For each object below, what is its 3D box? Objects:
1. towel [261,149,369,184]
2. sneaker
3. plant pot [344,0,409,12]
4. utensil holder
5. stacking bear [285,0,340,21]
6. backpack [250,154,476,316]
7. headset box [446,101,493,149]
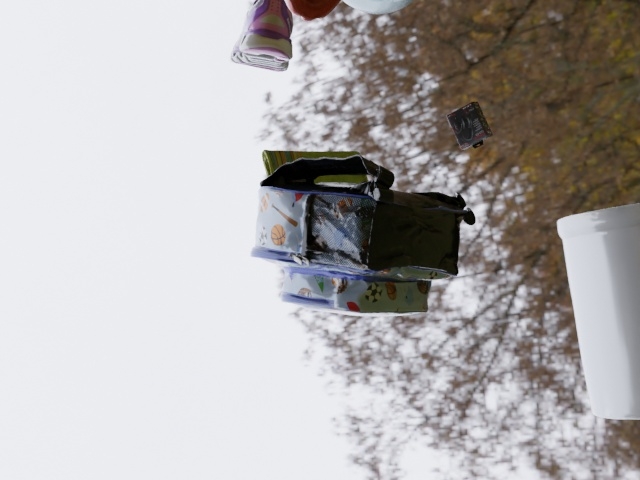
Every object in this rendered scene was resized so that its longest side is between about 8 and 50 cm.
[{"bbox_3d":[-0.002,-0.121,1.748,0.237,0.021,0.102,-5,-106,-40],"label":"towel"},{"bbox_3d":[-0.087,-0.331,1.501,0.095,0.236,0.104,7,-89,-11],"label":"sneaker"},{"bbox_3d":[0.139,-0.667,2.210,0.235,0.293,0.293,119,142,-84],"label":"plant pot"},{"bbox_3d":[0.646,0.125,1.802,0.328,0.328,0.385,-3,-97,-49],"label":"utensil holder"},{"bbox_3d":[-0.080,-0.392,1.038,0.164,0.289,0.175,-51,-41,7],"label":"stacking bear"},{"bbox_3d":[0.040,-0.002,1.315,0.276,0.263,0.213,13,-88,-54],"label":"backpack"},{"bbox_3d":[0.293,-0.220,1.841,0.032,0.062,0.083,-13,-101,-59],"label":"headset box"}]
